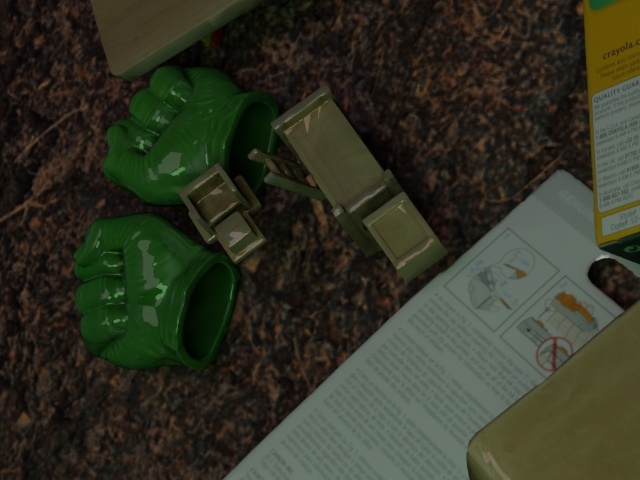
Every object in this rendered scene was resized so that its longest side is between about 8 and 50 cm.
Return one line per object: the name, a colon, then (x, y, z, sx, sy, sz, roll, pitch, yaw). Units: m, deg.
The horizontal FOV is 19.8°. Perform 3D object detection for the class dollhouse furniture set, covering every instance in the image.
dollhouse furniture set: (0.000, 0.000, 1.515, 0.161, 0.101, 0.182, -35, 60, 3)

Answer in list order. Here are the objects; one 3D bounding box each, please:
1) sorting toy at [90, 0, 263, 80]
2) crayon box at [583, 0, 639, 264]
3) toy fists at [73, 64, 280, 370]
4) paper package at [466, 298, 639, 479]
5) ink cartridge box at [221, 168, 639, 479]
sorting toy: (-0.097, -0.302, 1.681, 0.257, 0.089, 0.255, -28, 64, 22)
crayon box: (0.299, -0.160, 1.364, 0.203, 0.083, 0.323, -21, 61, 43)
toy fists: (-0.141, -0.023, 1.627, 0.142, 0.096, 0.279, 10, 83, 34)
paper package: (0.302, 0.181, 1.182, 0.309, 0.168, 0.325, -39, 63, -5)
ink cartridge box: (0.153, 0.168, 1.407, 0.385, 0.091, 0.308, -43, 52, -5)
